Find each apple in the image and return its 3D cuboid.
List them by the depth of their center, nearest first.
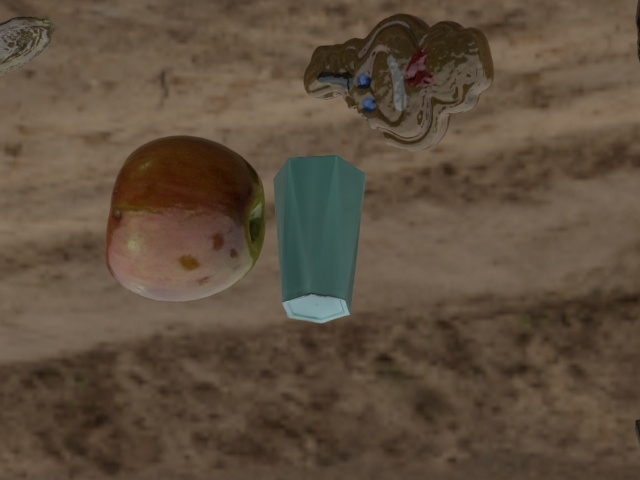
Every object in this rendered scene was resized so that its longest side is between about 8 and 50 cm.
[{"bbox_3d":[-0.154,-0.023,1.701,0.196,0.196,0.196,1,164,0],"label":"apple"}]

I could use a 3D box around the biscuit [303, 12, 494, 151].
[{"bbox_3d":[0.099,-0.223,2.030,0.320,0.183,0.047,17,-168,41],"label":"biscuit"}]

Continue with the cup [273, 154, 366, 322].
[{"bbox_3d":[0.000,0.000,2.268,0.134,0.235,0.148,8,150,-16],"label":"cup"}]

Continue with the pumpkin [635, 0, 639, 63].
[{"bbox_3d":[0.465,-0.208,1.455,0.238,0.315,0.315,-8,169,-28],"label":"pumpkin"}]

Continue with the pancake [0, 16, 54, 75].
[{"bbox_3d":[-0.310,-0.188,1.443,0.115,0.011,0.115,-26,170,-5],"label":"pancake"}]

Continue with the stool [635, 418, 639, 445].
[{"bbox_3d":[0.398,0.287,1.232,0.270,0.170,0.243,-3,126,0],"label":"stool"}]
